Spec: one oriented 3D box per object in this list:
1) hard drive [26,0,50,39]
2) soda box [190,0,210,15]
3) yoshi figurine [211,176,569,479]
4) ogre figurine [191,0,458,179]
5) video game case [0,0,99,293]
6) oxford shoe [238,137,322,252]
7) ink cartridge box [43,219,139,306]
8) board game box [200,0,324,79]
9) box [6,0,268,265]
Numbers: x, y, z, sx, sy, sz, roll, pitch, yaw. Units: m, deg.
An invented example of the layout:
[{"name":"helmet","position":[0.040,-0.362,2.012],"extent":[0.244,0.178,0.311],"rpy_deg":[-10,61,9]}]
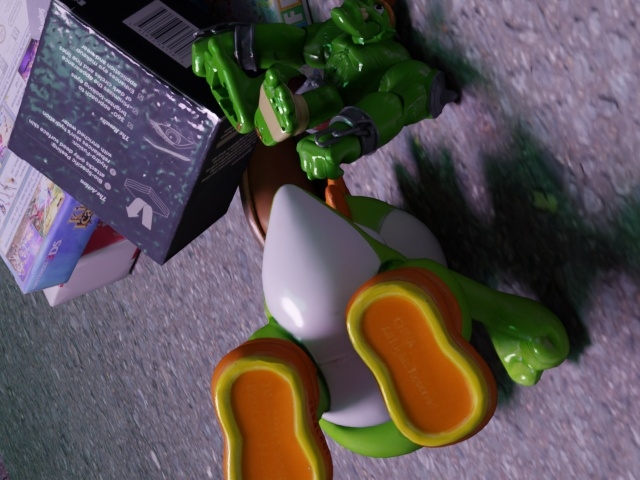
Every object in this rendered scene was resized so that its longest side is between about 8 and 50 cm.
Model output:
[{"name":"hard drive","position":[-0.151,-0.266,1.407],"extent":[0.054,0.172,0.255],"rpy_deg":[30,147,12]},{"name":"soda box","position":[-0.139,-0.176,1.562],"extent":[0.210,0.067,0.071],"rpy_deg":[-126,19,-60]},{"name":"yoshi figurine","position":[0.037,0.083,1.214],"extent":[0.362,0.203,0.203],"rpy_deg":[-71,3,-78]},{"name":"ogre figurine","position":[0.003,-0.102,1.236],"extent":[0.197,0.118,0.097],"rpy_deg":[13,119,65]},{"name":"video game case","position":[-0.288,-0.126,1.903],"extent":[0.244,0.061,0.269],"rpy_deg":[54,134,25]},{"name":"oxford shoe","position":[0.000,0.000,1.466],"extent":[0.076,0.076,0.212],"rpy_deg":[-27,82,41]},{"name":"ink cartridge box","position":[-0.290,-0.071,2.083],"extent":[0.237,0.100,0.172],"rpy_deg":[63,159,11]},{"name":"board game box","position":[-0.050,-0.173,1.437],"extent":[0.154,0.026,0.103],"rpy_deg":[28,137,62]},{"name":"box","position":[-0.130,-0.096,1.413],"extent":[0.156,0.093,0.158],"rpy_deg":[37,133,12]}]
